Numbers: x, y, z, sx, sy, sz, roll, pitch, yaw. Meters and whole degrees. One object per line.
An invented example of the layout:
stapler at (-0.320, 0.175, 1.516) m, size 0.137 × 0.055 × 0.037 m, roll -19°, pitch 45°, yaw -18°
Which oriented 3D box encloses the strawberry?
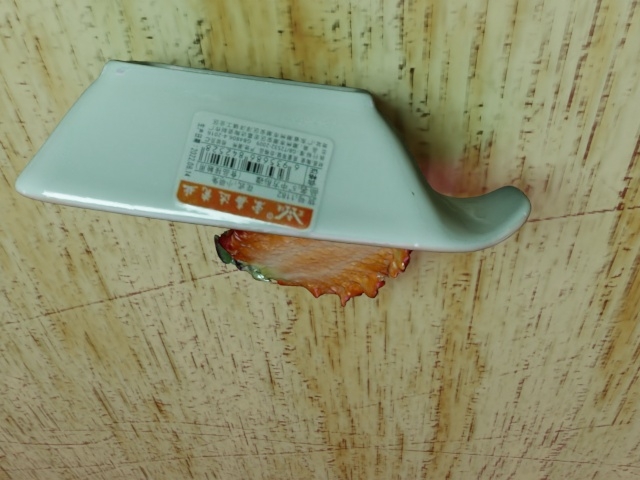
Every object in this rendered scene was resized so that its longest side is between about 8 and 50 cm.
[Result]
strawberry at (0.001, -0.003, 0.599) m, size 0.152 × 0.048 × 0.104 m, roll -12°, pitch 145°, yaw 44°

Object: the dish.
dish at (-0.014, -0.046, 0.490) m, size 0.234 × 0.064 × 0.154 m, roll 8°, pitch -170°, yaw -1°
